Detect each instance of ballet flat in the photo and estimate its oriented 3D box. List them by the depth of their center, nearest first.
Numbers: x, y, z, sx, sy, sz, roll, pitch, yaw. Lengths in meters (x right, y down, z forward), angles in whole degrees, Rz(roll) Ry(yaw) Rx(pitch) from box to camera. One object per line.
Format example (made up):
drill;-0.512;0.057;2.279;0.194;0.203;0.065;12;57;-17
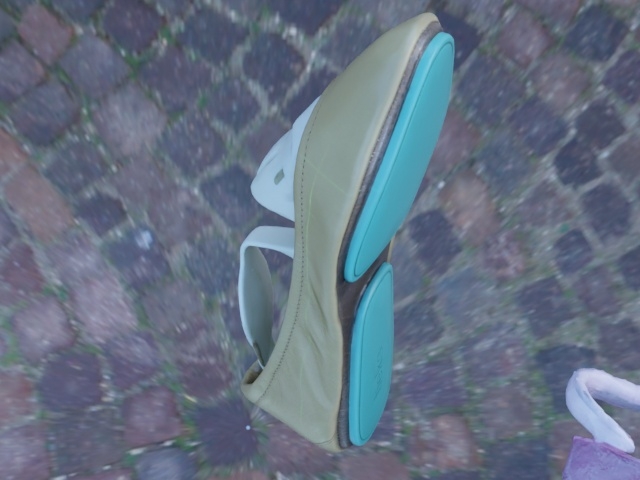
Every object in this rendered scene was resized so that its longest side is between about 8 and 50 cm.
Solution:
ballet flat;0.000;0.000;0.664;0.073;0.232;0.080;22;42;15

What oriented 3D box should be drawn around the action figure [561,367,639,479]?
action figure;0.271;0.235;0.895;0.248;0.370;0.275;12;87;-10
